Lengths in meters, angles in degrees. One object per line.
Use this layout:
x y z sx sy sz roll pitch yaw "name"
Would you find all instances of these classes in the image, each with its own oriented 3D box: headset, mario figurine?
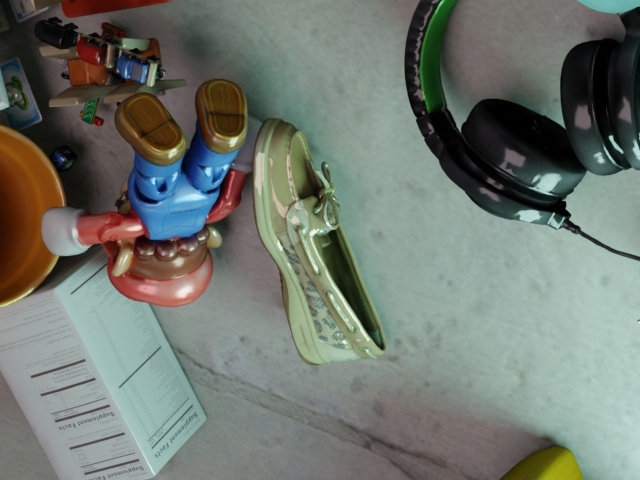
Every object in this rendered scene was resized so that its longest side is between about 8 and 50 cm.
0.244 -0.100 1.652 0.243 0.185 0.394 -30 82 30 "headset"
-0.175 -0.062 1.832 0.198 0.170 0.320 19 145 -3 "mario figurine"

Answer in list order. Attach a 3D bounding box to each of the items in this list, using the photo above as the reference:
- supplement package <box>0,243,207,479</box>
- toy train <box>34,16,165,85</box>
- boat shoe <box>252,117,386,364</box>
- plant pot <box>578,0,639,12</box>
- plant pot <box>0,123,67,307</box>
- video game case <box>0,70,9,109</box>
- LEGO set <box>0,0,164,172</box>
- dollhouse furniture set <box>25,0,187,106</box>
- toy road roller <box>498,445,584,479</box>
-0.260 0.147 1.988 0.134 0.139 0.244 -17 105 32 "supplement package"
-0.217 -0.185 1.703 0.158 0.036 0.027 23 113 27 "toy train"
0.000 0.000 1.822 0.089 0.104 0.285 -3 122 23 "boat shoe"
0.311 -0.312 1.433 0.255 0.271 0.272 -19 104 48 "plant pot"
-0.409 -0.027 1.941 0.188 0.205 0.205 1 118 61 "plant pot"
-0.409 -0.192 1.827 0.143 0.019 0.157 -17 81 11 "video game case"
-0.284 -0.205 1.904 0.182 0.060 0.244 -19 92 33 "LEGO set"
-0.169 -0.279 1.756 0.259 0.135 0.262 -2 100 34 "dollhouse furniture set"
0.202 0.362 1.832 0.329 0.202 0.241 -22 90 27 "toy road roller"
